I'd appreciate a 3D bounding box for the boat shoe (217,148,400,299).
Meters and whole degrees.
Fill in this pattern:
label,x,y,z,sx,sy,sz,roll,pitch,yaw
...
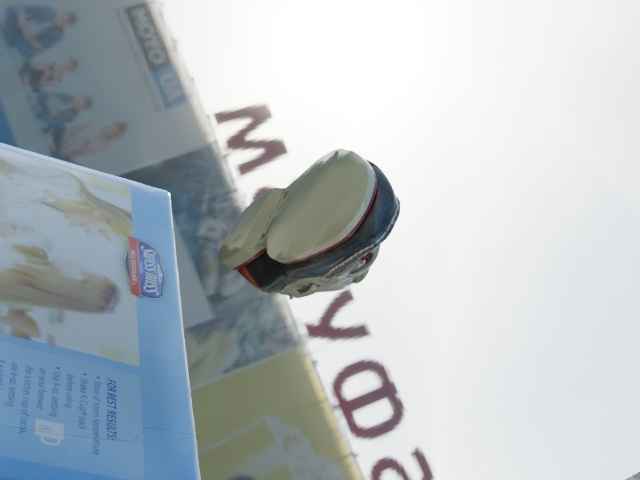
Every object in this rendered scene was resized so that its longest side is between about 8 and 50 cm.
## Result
label,x,y,z,sx,sy,sz,roll,pitch,yaw
boat shoe,0.000,0.000,0.423,0.043,0.049,0.137,34,-19,-15

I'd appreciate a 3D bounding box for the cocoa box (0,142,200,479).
label,x,y,z,sx,sy,sz,roll,pitch,yaw
cocoa box,-0.227,0.109,0.694,0.347,0.231,0.228,-108,-141,-56

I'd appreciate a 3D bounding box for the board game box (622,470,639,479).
label,x,y,z,sx,sy,sz,roll,pitch,yaw
board game box,0.374,0.337,1.289,0.103,0.154,0.026,66,-7,-20
